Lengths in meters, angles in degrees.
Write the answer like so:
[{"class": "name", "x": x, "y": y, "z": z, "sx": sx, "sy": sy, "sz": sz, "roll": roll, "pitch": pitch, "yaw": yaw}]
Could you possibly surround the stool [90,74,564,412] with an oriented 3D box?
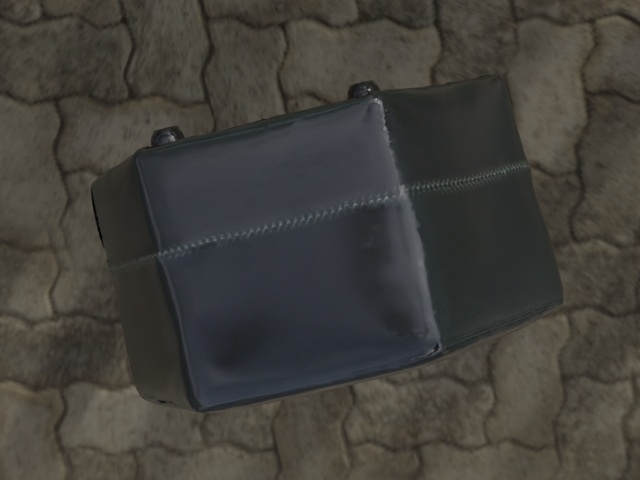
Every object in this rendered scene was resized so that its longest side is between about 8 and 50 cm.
[{"class": "stool", "x": 0.000, "y": 0.000, "z": 0.666, "sx": 0.232, "sy": 0.232, "sz": 0.141, "roll": -13, "pitch": 90, "yaw": -1}]
